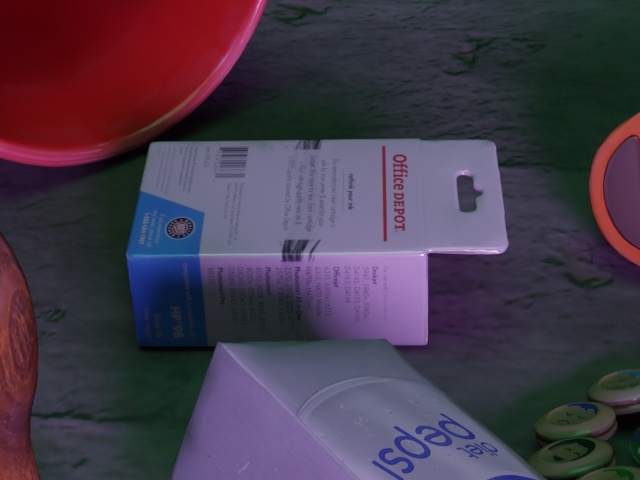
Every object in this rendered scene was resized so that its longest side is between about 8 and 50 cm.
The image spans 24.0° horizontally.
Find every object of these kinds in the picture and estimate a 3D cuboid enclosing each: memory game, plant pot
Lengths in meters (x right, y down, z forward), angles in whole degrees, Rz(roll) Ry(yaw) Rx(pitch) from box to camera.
[{"bbox_3d":[0.176,0.074,0.623,0.186,0.012,0.186,-14,13,3],"label":"memory game"},{"bbox_3d":[-0.197,-0.206,0.895,0.275,0.275,0.243,-24,31,-28],"label":"plant pot"}]

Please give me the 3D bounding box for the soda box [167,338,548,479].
[{"bbox_3d":[0.059,0.145,0.504,0.091,0.098,0.286,3,26,-41],"label":"soda box"}]

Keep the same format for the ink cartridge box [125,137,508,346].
[{"bbox_3d":[0.000,0.000,0.754,0.180,0.060,0.104,0,36,2],"label":"ink cartridge box"}]

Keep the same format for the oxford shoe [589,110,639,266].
[{"bbox_3d":[0.321,-0.039,0.780,0.363,0.130,0.133,-5,3,7],"label":"oxford shoe"}]

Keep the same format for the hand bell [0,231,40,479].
[{"bbox_3d":[-0.101,0.083,0.492,0.126,0.242,0.126,-1,36,0],"label":"hand bell"}]
